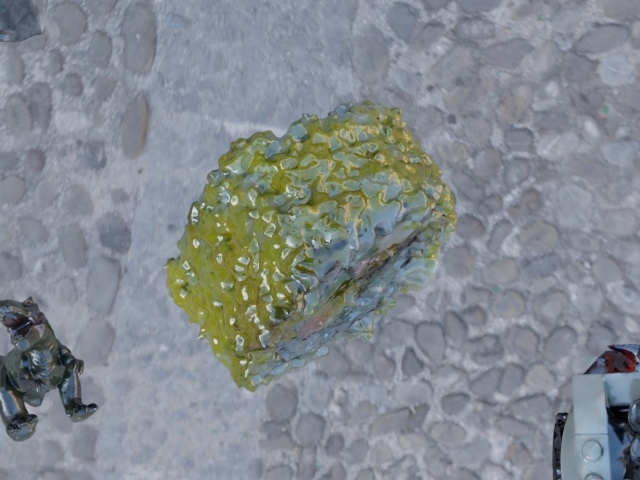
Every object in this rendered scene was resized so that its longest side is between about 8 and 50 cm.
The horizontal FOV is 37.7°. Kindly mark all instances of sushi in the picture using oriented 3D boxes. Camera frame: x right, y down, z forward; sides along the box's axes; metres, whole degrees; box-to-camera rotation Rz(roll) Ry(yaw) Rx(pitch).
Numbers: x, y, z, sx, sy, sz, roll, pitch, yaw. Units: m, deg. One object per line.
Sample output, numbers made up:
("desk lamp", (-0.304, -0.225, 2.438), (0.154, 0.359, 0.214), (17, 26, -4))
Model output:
("sushi", (0.000, 0.000, 1.330), (0.351, 0.240, 0.396), (-17, 150, -40))

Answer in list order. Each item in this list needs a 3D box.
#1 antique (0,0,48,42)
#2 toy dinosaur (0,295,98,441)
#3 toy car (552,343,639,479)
("antique", (-0.219, -0.218, 0.592), (0.088, 0.086, 0.183), (0, 73, 0))
("toy dinosaur", (-0.274, 0.085, 0.861), (0.087, 0.179, 0.187), (-11, 146, -35))
("toy car", (0.219, 0.194, 0.517), (0.193, 0.118, 0.301), (-4, 73, 19))
